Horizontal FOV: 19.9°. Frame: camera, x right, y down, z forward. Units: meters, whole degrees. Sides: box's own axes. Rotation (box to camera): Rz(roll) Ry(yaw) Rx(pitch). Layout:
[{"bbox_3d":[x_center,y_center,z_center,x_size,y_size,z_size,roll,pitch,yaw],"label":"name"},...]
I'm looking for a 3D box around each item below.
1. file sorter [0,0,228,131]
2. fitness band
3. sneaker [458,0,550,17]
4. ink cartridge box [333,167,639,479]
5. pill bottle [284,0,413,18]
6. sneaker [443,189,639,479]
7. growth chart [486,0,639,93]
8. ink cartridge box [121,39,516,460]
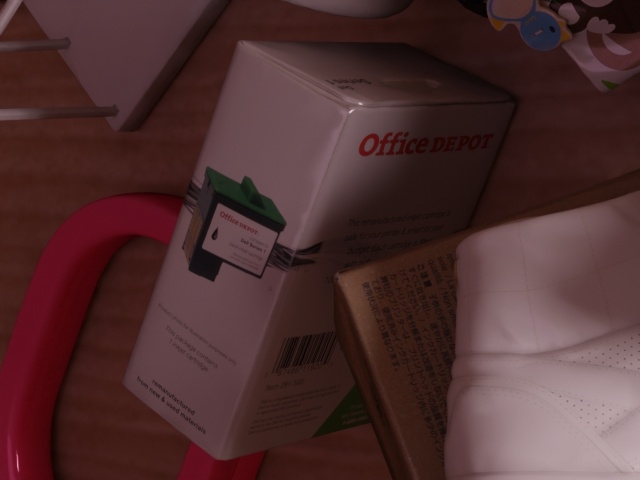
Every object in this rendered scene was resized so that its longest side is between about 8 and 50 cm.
[{"bbox_3d":[-0.201,-0.231,1.164,0.278,0.173,0.193,53,124,21],"label":"file sorter"},{"bbox_3d":[-0.131,0.109,1.220,0.209,0.054,0.291,36,115,31],"label":"fitness band"},{"bbox_3d":[0.143,-0.233,0.947,0.108,0.100,0.271,-103,31,-52],"label":"sneaker"},{"bbox_3d":[0.133,0.101,0.900,0.088,0.193,0.235,90,161,-69],"label":"ink cartridge box"},{"bbox_3d":[0.023,-0.274,0.983,0.162,0.162,0.278,36,116,31],"label":"pill bottle"},{"bbox_3d":[0.200,0.049,0.815,0.292,0.108,0.169,1,72,2],"label":"sneaker"},{"bbox_3d":[0.155,-0.152,0.909,0.237,0.021,0.172,33,124,-7],"label":"growth chart"},{"bbox_3d":[0.000,0.000,1.033,0.092,0.160,0.219,33,113,32],"label":"ink cartridge box"}]
